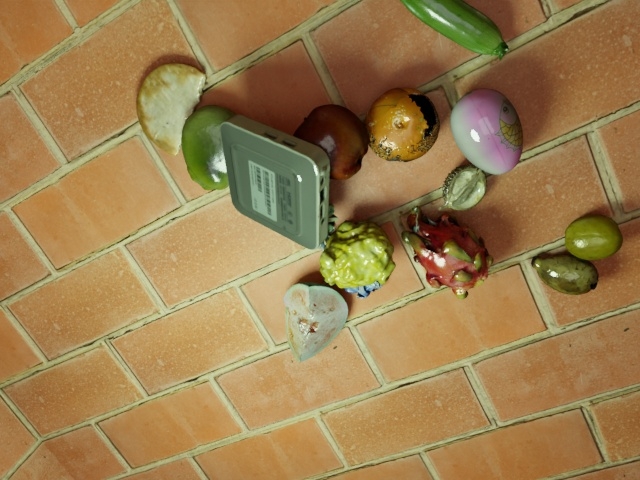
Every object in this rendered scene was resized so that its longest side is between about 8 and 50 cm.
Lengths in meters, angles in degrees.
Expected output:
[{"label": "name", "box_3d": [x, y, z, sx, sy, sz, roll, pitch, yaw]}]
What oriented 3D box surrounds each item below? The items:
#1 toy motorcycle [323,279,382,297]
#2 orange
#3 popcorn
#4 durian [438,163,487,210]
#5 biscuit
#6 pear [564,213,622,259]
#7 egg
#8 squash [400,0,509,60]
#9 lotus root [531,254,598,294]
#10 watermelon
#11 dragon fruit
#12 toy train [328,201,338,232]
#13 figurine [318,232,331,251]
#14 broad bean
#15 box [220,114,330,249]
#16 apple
[{"label": "toy motorcycle", "box_3d": [0.120, 0.150, 1.781, 0.205, 0.076, 0.114, 21, 120, 1]}, {"label": "orange", "box_3d": [0.250, -0.356, 1.509, 0.235, 0.182, 0.234, 3, 102, 16]}, {"label": "popcorn", "box_3d": [0.113, 0.046, 1.631, 0.250, 0.242, 0.234, -15, 89, 1]}, {"label": "durian", "box_3d": [0.450, -0.171, 1.590, 0.148, 0.091, 0.188, 35, 104, -27]}, {"label": "biscuit", "box_3d": [-0.517, -0.461, 1.649, 0.205, 0.040, 0.308, 26, 112, -3]}, {"label": "pear", "box_3d": [0.873, -0.011, 1.566, 0.162, 0.149, 0.148, -4, 111, 23]}, {"label": "egg", "box_3d": [0.505, -0.326, 1.473, 0.196, 0.196, 0.271, -28, 123, 18]}, {"label": "squash", "box_3d": [0.376, -0.648, 1.409, 0.395, 0.107, 0.107, 32, 112, -5]}, {"label": "lotus root", "box_3d": [0.814, 0.110, 1.633, 0.214, 0.138, 0.138, 16, 113, 17]}, {"label": "watermelon", "box_3d": [-0.027, 0.269, 1.823, 0.175, 0.188, 0.321, 46, 129, 39]}, {"label": "dragon fruit", "box_3d": [0.411, 0.035, 1.617, 0.227, 0.307, 0.243, -47, 141, 7]}, {"label": "toy train", "box_3d": [-0.006, -0.100, 1.637, 0.081, 0.194, 0.125, -6, 114, -25]}, {"label": "figurine", "box_3d": [0.000, 0.000, 1.730, 0.086, 0.094, 0.082, 36, 74, 24]}, {"label": "broad bean", "box_3d": [-0.350, -0.307, 1.640, 0.238, 0.119, 0.290, 5, 113, 4]}, {"label": "box", "box_3d": [-0.140, -0.171, 1.503, 0.373, 0.090, 0.367, 27, 142, 24]}, {"label": "apple", "box_3d": [0.034, -0.299, 1.483, 0.234, 0.234, 0.233, 3, 112, 7]}]
